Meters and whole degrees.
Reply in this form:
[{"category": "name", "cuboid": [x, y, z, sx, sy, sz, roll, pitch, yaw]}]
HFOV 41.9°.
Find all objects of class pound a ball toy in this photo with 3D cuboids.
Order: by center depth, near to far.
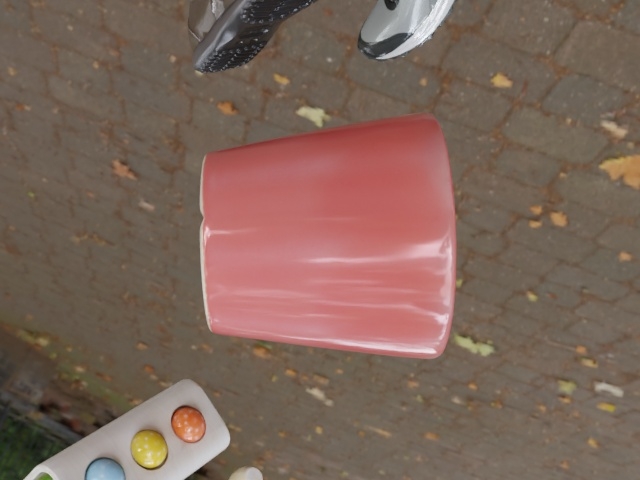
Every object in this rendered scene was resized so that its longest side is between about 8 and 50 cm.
[{"category": "pound a ball toy", "cuboid": [-0.227, 0.337, 1.201, 0.136, 0.319, 0.208, -41, 80, 40]}]

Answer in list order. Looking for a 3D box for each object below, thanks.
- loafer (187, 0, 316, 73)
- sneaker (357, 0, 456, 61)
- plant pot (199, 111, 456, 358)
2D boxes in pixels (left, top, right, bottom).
[{"category": "loafer", "cuboid": [-0.096, -0.356, 1.137, 0.366, 0.134, 0.130, -27, 84, 51]}, {"category": "sneaker", "cuboid": [0.112, -0.310, 0.882, 0.108, 0.100, 0.271, 19, 128, -26]}, {"category": "plant pot", "cuboid": [0.000, 0.000, 0.900, 0.243, 0.275, 0.275, -2, 156, -3]}]
